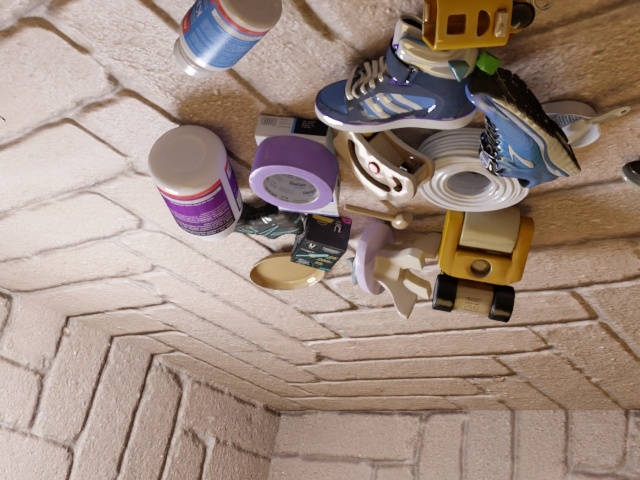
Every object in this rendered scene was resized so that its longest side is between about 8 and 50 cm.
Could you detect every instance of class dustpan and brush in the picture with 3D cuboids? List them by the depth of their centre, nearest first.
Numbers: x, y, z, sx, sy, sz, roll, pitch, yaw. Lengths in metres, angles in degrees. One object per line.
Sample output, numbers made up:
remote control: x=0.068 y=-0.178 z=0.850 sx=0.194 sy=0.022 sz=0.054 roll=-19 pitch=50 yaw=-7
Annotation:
dustpan and brush: x=0.495 y=-0.227 z=1.378 sx=0.147 sy=0.060 sz=0.211 roll=24 pitch=152 yaw=-24

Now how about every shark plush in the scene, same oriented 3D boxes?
shark plush: x=0.129 y=0.077 z=2.143 sx=0.073 sy=0.067 sz=0.161 roll=20 pitch=153 yaw=-17

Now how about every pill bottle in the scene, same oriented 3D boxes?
pill bottle: x=-0.173 y=-0.374 z=1.273 sx=0.124 sy=0.124 sz=0.221 roll=25 pitch=150 yaw=-27
pill bottle: x=-0.292 y=-0.124 z=1.770 sx=0.181 sy=0.182 sz=0.323 roll=7 pitch=154 yaw=8

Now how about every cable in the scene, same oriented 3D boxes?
cable: x=0.331 y=-0.147 z=1.576 sx=0.257 sy=0.089 sz=0.257 roll=6 pitch=154 yaw=10

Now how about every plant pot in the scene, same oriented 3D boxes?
plant pot: x=-0.104 y=0.093 z=2.262 sx=0.236 sy=0.032 sz=0.236 roll=-4 pitch=151 yaw=-2

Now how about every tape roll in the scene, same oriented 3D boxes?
tape roll: x=-0.058 y=-0.146 z=1.606 sx=0.189 sy=0.080 sz=0.189 roll=9 pitch=155 yaw=4

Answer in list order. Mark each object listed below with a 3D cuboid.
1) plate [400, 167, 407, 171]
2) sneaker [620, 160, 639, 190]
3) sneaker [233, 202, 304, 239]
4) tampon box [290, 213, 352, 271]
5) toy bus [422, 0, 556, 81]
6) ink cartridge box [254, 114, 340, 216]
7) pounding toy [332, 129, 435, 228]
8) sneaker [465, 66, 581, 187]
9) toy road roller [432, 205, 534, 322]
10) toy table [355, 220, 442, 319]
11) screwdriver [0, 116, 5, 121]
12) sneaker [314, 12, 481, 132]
plate: x=0.137 y=-0.172 z=1.612 sx=0.188 sy=0.024 sz=0.188 roll=31 pitch=148 yaw=22
sneaker: x=0.728 y=-0.148 z=1.453 sx=0.222 sy=0.083 sz=0.118 roll=14 pitch=136 yaw=11
sneaker: x=-0.166 y=-0.042 z=1.960 sx=0.267 sy=0.101 sz=0.106 roll=-6 pitch=133 yaw=32
tampon box: x=0.000 y=0.000 z=1.998 sx=0.120 sy=0.101 sz=0.161 roll=16 pitch=153 yaw=-12
toy bus: x=0.253 y=-0.343 z=1.104 sx=0.191 sy=0.104 sz=0.202 roll=35 pitch=111 yaw=-27
ink cartridge box: x=-0.043 y=-0.169 z=1.714 sx=0.165 sy=0.065 sz=0.333 roll=6 pitch=153 yaw=9
pounding toy: x=0.123 y=-0.136 z=1.495 sx=0.269 sy=0.155 sz=0.154 roll=52 pitch=153 yaw=-12
sneaker: x=0.343 y=-0.180 z=1.306 sx=0.147 sy=0.130 sz=0.330 roll=-30 pitch=138 yaw=25
toy road roller: x=0.400 y=0.031 z=1.852 sx=0.202 sy=0.241 sz=0.330 roll=9 pitch=117 yaw=4
toy table: x=0.207 y=0.071 z=1.930 sx=0.160 sy=0.252 sz=0.274 roll=18 pitch=170 yaw=24
screwdriver: x=-0.820 y=-0.329 z=1.747 sx=0.025 sy=0.024 sz=0.170 roll=-24 pitch=150 yaw=4
sneaker: x=0.124 y=-0.314 z=1.297 sx=0.322 sy=0.130 sz=0.236 roll=5 pitch=146 yaw=19
